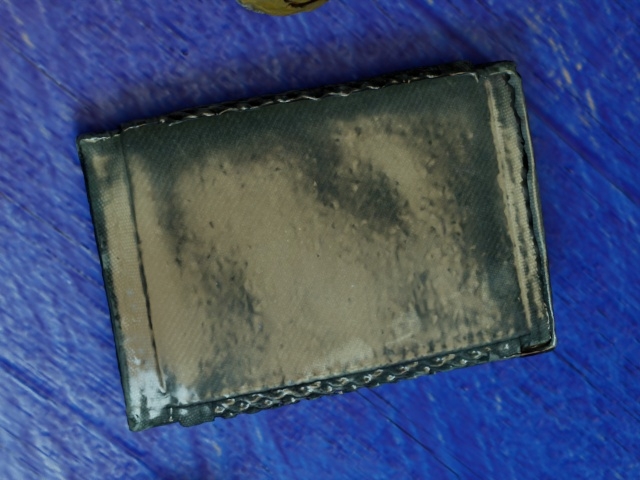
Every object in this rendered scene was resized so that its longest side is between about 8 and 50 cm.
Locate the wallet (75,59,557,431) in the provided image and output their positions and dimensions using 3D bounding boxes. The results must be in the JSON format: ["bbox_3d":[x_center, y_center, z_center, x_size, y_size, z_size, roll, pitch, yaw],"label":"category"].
[{"bbox_3d":[0.000,0.000,1.476,0.342,0.075,0.237,-11,100,-11],"label":"wallet"}]

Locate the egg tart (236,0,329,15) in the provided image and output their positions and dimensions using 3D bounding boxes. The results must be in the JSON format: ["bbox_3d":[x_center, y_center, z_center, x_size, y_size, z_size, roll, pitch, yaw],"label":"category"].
[{"bbox_3d":[-0.004,-0.267,1.359,0.094,0.234,0.234,32,94,23],"label":"egg tart"}]
